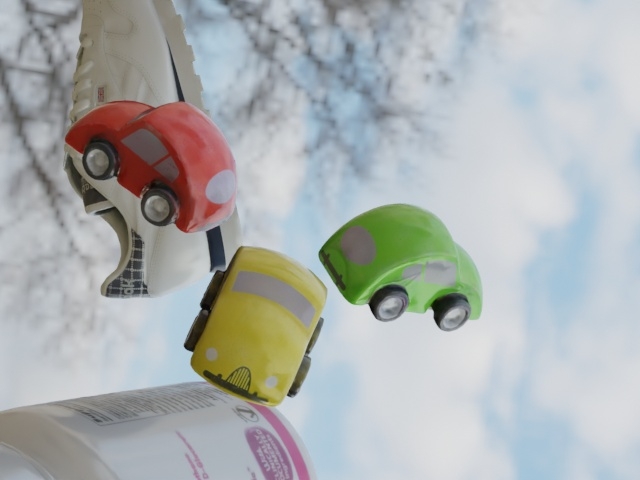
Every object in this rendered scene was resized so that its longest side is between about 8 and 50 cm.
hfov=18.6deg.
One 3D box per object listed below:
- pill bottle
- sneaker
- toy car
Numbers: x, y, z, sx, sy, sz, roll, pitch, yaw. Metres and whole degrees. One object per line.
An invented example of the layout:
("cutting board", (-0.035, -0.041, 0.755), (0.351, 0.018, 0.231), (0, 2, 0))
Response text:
("pill bottle", (-0.133, 0.171, 1.138), (0.160, 0.283, 0.160), (1, -88, 30))
("sneaker", (-0.122, -0.081, 1.225), (0.090, 0.095, 0.235), (128, -54, -79))
("toy car", (0.000, 0.000, 1.040), (0.053, 0.225, 0.239), (-62, -141, 26))
